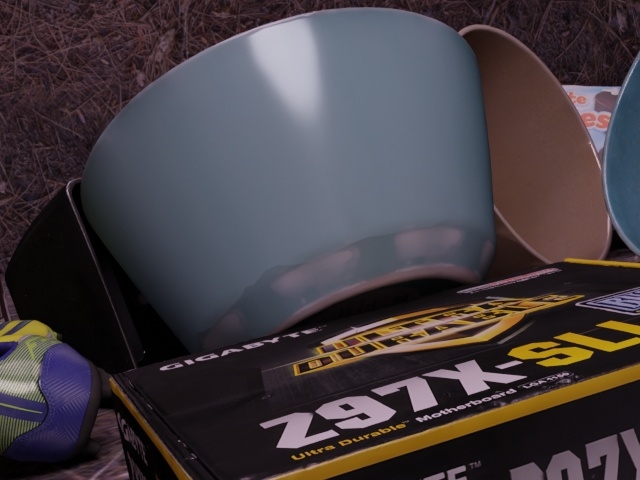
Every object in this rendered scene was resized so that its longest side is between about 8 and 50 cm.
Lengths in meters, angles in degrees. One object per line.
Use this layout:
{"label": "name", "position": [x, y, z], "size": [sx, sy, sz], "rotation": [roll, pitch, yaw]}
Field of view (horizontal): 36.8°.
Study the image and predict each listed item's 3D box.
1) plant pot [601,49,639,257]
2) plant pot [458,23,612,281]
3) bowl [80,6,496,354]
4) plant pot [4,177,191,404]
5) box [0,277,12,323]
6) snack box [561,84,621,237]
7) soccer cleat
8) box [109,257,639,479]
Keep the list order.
{"label": "plant pot", "position": [0.372, -0.071, 0.664], "size": [0.195, 0.290, 0.290], "rotation": [26, -9, -21]}
{"label": "plant pot", "position": [0.107, -0.040, 0.981], "size": [0.274, 0.257, 0.256], "rotation": [-27, -6, 39]}
{"label": "bowl", "position": [0.000, 0.000, 0.693], "size": [0.311, 0.163, 0.311], "rotation": [-17, -24, -8]}
{"label": "plant pot", "position": [-0.172, 0.050, 0.874], "size": [0.167, 0.188, 0.187], "rotation": [-25, -4, 37]}
{"label": "box", "position": [-0.437, 0.117, 0.857], "size": [0.191, 0.143, 0.381], "rotation": [-10, 7, 4]}
{"label": "snack box", "position": [0.261, -0.099, 1.127], "size": [0.321, 0.187, 0.060], "rotation": [4, -35, 15]}
{"label": "soccer cleat", "position": [-0.252, 0.100, 0.728], "size": [0.121, 0.093, 0.289], "rotation": [20, -10, -31]}
{"label": "box", "position": [0.072, 0.082, 0.491], "size": [0.322, 0.079, 0.257], "rotation": [-13, 7, -18]}
